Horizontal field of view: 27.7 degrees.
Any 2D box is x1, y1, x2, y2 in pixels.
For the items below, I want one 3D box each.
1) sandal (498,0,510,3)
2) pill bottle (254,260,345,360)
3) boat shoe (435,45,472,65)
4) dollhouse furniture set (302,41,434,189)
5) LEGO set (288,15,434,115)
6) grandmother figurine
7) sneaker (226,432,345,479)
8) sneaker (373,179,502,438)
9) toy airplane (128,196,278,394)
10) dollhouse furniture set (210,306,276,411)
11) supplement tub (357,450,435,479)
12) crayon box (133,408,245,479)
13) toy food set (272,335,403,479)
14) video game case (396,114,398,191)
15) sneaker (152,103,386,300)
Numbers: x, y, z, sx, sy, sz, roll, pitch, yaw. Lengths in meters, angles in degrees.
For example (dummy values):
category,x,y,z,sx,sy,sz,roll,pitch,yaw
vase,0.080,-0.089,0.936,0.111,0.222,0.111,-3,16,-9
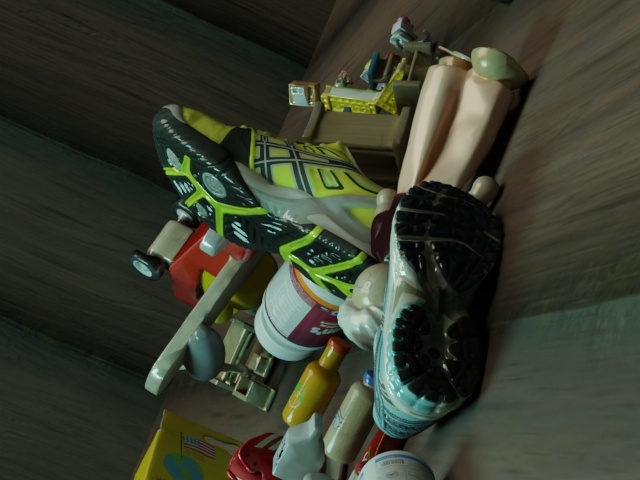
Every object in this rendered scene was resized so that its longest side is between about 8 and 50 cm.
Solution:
category,x,y,z,sx,sy,sz,roll,pitch,yaw
sandal,0.233,-0.356,1.733,0.067,0.040,0.179,-63,9,14
pill bottle,-0.007,0.074,1.728,0.221,0.121,0.121,127,165,-55
boat shoe,0.175,-0.226,1.714,0.043,0.049,0.137,-63,15,8
dollhouse furniture set,0.073,-0.154,1.708,0.129,0.129,0.183,75,-154,-49
LEGO set,0.084,-0.268,2.065,0.287,0.132,0.107,-20,36,46
grandmother figurine,0.110,-0.038,1.415,0.342,0.104,0.208,-67,15,-13
sneaker,-0.052,0.296,1.384,0.087,0.128,0.221,-60,11,30
sneaker,0.093,0.062,1.246,0.122,0.110,0.283,120,170,-48
toy airplane,-0.101,0.032,1.945,0.386,0.272,0.384,-45,11,17
dollhouse furniture set,-0.082,0.174,2.101,0.161,0.101,0.182,20,85,56
supplement tub,0.066,0.229,1.078,0.071,0.071,0.107,-62,10,18
crayon box,-0.120,0.335,1.454,0.081,0.202,0.318,-62,9,23
toy food set,0.026,0.189,1.270,0.232,0.111,0.104,-89,25,-74
video game case,0.085,-0.079,1.851,0.210,0.042,0.232,-68,9,-15
sneaker,-0.040,-0.064,1.607,0.147,0.385,0.145,-49,-18,-28
